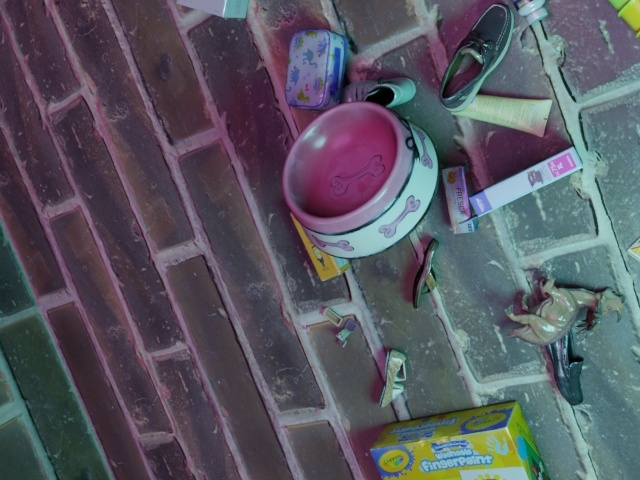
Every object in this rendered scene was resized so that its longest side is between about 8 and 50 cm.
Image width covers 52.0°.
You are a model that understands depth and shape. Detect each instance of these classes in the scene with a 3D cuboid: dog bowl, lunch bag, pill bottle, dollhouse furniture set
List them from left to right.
[{"bbox_3d":[-0.011,-0.471,1.829,0.176,0.090,0.219,13,101,45],"label":"lunch bag"},{"bbox_3d":[0.038,0.278,2.066,0.114,0.081,0.091,36,119,15],"label":"dollhouse furniture set"},{"bbox_3d":[0.081,-0.167,1.642,0.408,0.150,0.408,-15,59,27],"label":"dog bowl"},{"bbox_3d":[0.490,-0.578,1.560,0.067,0.067,0.120,-27,91,32],"label":"pill bottle"}]

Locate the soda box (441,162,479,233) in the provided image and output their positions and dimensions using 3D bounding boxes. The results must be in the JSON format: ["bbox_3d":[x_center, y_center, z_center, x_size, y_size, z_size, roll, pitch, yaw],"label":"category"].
[{"bbox_3d":[0.378,-0.114,1.770,0.063,0.058,0.183,-6,103,30],"label":"soda box"}]

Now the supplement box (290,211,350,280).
[{"bbox_3d":[0.000,0.000,2.006,0.078,0.080,0.233,-23,92,33],"label":"supplement box"}]

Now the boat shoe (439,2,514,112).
[{"bbox_3d":[0.381,-0.452,1.615,0.103,0.092,0.285,35,102,17],"label":"boat shoe"}]

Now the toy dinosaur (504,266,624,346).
[{"bbox_3d":[0.606,0.200,1.680,0.296,0.127,0.200,-47,72,22],"label":"toy dinosaur"}]

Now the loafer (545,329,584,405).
[{"bbox_3d":[0.658,0.331,1.739,0.078,0.076,0.223,-16,93,40],"label":"loafer"}]

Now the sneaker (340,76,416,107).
[{"bbox_3d":[0.114,-0.387,1.779,0.256,0.151,0.094,-8,103,32],"label":"sneaker"}]

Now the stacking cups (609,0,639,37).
[{"bbox_3d":[0.634,-0.596,1.462,0.316,0.096,0.096,50,122,9],"label":"stacking cups"}]

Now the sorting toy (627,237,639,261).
[{"bbox_3d":[0.803,0.032,1.604,0.083,0.012,0.062,42,120,12],"label":"sorting toy"}]

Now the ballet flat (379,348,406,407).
[{"bbox_3d":[0.226,0.433,2.020,0.067,0.073,0.206,11,114,11],"label":"ballet flat"}]

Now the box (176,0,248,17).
[{"bbox_3d":[-0.307,-0.761,1.917,0.182,0.119,0.181,23,115,22],"label":"box"}]

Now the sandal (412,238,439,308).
[{"bbox_3d":[0.309,0.100,1.874,0.060,0.090,0.219,16,107,1],"label":"sandal"}]

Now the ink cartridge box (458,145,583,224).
[{"bbox_3d":[0.480,-0.135,1.603,0.311,0.186,0.065,-30,87,22],"label":"ink cartridge box"}]

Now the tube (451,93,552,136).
[{"bbox_3d":[0.454,-0.328,1.666,0.240,0.062,0.070,15,141,22],"label":"tube"}]

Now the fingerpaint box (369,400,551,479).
[{"bbox_3d":[0.427,0.705,1.933,0.444,0.163,0.371,-22,95,32],"label":"fingerpaint box"}]
